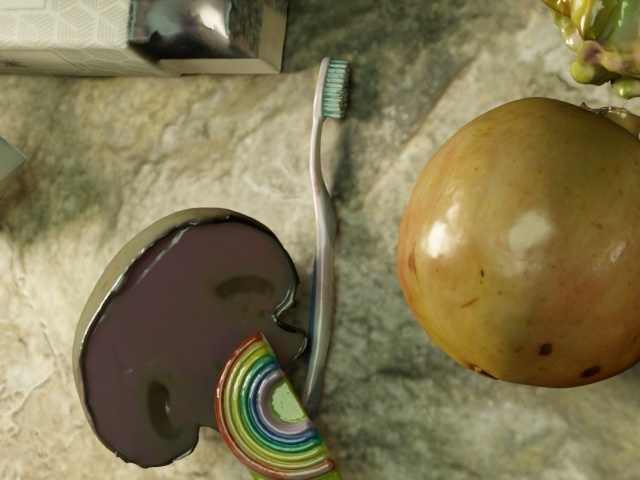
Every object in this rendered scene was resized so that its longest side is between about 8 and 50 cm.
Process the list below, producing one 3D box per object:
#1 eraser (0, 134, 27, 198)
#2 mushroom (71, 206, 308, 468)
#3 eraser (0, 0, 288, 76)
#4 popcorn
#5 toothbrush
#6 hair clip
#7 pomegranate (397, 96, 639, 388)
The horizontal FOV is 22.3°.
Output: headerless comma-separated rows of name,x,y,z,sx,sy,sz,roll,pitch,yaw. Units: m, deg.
eraser,-0.332,-0.096,1.242,0.212,0.046,0.092,39,127,-1
mushroom,-0.100,0.056,1.142,0.188,0.141,0.117,-55,31,7
eraser,-0.225,-0.180,1.246,0.404,0.096,0.098,2,81,24
popcorn,0.207,-0.155,1.042,0.126,0.126,0.145,-35,88,3
toothbrush,0.000,0.000,1.157,0.027,0.021,0.269,0,81,29
hair clip,-0.017,0.156,1.097,0.060,0.033,0.188,-31,90,8
pomegranate,0.137,0.000,1.009,0.191,0.191,0.191,-4,79,23
